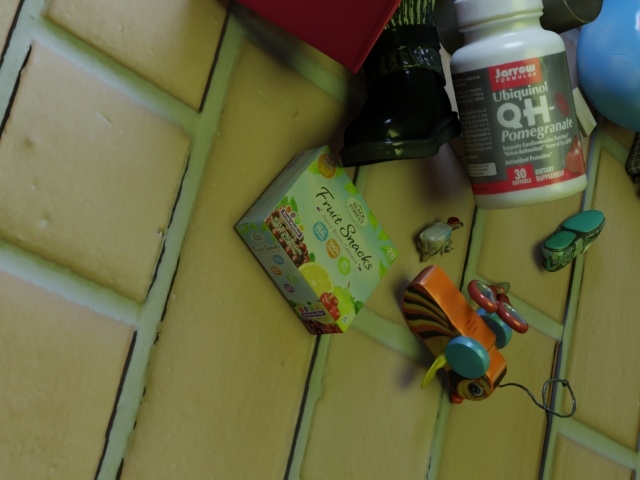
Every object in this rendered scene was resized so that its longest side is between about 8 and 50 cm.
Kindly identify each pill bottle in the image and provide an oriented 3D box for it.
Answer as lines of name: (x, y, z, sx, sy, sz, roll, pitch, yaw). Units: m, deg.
pill bottle: (0.294, -0.217, 1.733, 0.176, 0.176, 0.319, -19, 100, -43)

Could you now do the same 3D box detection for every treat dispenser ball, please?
treat dispenser ball: (0.618, -0.341, 2.100, 0.288, 0.288, 0.288, 8, 78, -42)

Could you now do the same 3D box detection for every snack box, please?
snack box: (0.000, 0.000, 1.611, 0.207, 0.070, 0.174, 57, 50, -23)

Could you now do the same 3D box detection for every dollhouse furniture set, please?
dollhouse furniture set: (0.323, -0.190, 1.868, 0.129, 0.183, 0.129, 56, 51, -21)

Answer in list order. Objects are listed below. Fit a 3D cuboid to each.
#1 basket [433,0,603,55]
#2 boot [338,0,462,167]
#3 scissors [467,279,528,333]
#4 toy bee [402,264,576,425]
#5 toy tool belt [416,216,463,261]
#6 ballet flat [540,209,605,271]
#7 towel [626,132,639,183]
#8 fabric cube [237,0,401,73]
basket: (0.337, -0.394, 1.884, 0.204, 0.227, 0.154, -25, 101, -43)
boot: (0.097, -0.251, 1.665, 0.348, 0.131, 0.260, -37, 117, -66)
scissors: (0.275, 0.076, 1.805, 0.109, 0.021, 0.297, 35, 14, -4)
toy bee: (0.222, 0.188, 1.760, 0.195, 0.162, 0.298, -17, 70, -36)
toy tool belt: (0.189, -0.001, 1.813, 0.083, 0.052, 0.051, -30, 135, -39)
ballet flat: (0.452, 0.004, 2.056, 0.188, 0.070, 0.070, -28, 103, -40)
towel: (0.741, -0.229, 2.239, 0.121, 0.235, 0.284, 44, 55, -26)
fabric cube: (0.025, -0.432, 1.514, 0.258, 0.254, 0.259, 32, 59, -2)
